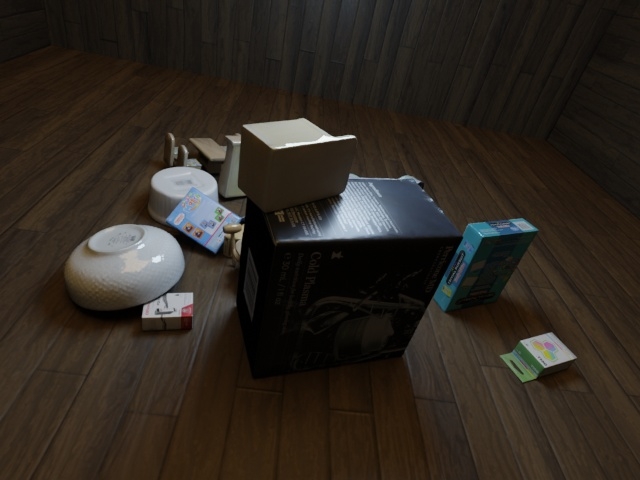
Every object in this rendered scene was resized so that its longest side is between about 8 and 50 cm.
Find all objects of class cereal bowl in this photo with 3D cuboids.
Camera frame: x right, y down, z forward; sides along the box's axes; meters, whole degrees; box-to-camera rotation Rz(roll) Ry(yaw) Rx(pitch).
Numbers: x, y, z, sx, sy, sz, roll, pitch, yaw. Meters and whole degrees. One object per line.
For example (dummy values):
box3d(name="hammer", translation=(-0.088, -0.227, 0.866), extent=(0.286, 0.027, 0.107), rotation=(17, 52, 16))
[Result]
box3d(name="cereal bowl", translation=(-0.591, 0.049, 1.226), extent=(0.340, 0.141, 0.338), rotation=(-1, 31, 1))

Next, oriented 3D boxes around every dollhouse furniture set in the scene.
box3d(name="dollhouse furniture set", translation=(-0.441, -0.402, 1.828), extent=(0.362, 0.256, 0.394), rotation=(-12, 42, -42))

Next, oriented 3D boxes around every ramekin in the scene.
box3d(name="ramekin", translation=(-0.540, -0.180, 1.622), extent=(0.278, 0.135, 0.277), rotation=(9, 35, -6))

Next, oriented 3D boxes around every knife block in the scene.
box3d(name="knife block", translation=(-0.235, -0.040, 1.566), extent=(0.276, 0.088, 0.242), rotation=(0, 36, -17))

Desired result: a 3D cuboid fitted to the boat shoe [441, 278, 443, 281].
box3d(name="boat shoe", translation=(0.502, 0.141, 1.585), extent=(0.152, 0.049, 0.056), rotation=(22, 37, 14))

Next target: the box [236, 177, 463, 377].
box3d(name="box", translation=(0.039, 0.094, 1.127), extent=(0.473, 0.479, 0.297), rotation=(-3, 40, -21))

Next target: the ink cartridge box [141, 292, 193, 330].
box3d(name="ink cartridge box", translation=(-0.440, 0.204, 1.183), extent=(0.136, 0.056, 0.099), rotation=(1, 37, -17))

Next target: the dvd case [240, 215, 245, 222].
box3d(name="dvd case", translation=(-0.260, -0.107, 1.622), extent=(0.165, 0.018, 0.221), rotation=(-15, 13, 43))

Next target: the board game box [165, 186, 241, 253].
box3d(name="board game box", translation=(-0.419, -0.071, 1.472), extent=(0.212, 0.039, 0.160), rotation=(34, 74, -1))

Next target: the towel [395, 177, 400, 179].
box3d(name="towel", translation=(0.311, -0.213, 1.938), extent=(0.029, 0.144, 0.197), rotation=(38, 42, 23))

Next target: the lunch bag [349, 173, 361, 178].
box3d(name="lunch bag", translation=(0.106, -0.209, 1.855), extent=(0.224, 0.160, 0.262), rotation=(-19, 51, -36))

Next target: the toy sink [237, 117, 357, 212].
box3d(name="toy sink", translation=(-0.055, -0.181, 0.929), extent=(0.234, 0.152, 0.131), rotation=(-19, 47, -35))

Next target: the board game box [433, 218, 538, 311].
box3d(name="board game box", translation=(0.570, 0.088, 1.431), extent=(0.254, 0.335, 0.079), rotation=(-5, 39, -25))

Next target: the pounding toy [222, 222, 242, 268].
box3d(name="pounding toy", translation=(-0.214, 0.049, 1.394), extent=(0.154, 0.155, 0.269), rotation=(-21, 80, -24))

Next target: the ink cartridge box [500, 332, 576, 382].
box3d(name="ink cartridge box", translation=(0.701, 0.373, 1.314), extent=(0.210, 0.062, 0.109), rotation=(-5, 40, -24))

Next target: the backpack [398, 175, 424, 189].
box3d(name="backpack", translation=(0.411, -0.214, 1.938), extent=(0.115, 0.181, 0.152), rotation=(34, 41, 27))
